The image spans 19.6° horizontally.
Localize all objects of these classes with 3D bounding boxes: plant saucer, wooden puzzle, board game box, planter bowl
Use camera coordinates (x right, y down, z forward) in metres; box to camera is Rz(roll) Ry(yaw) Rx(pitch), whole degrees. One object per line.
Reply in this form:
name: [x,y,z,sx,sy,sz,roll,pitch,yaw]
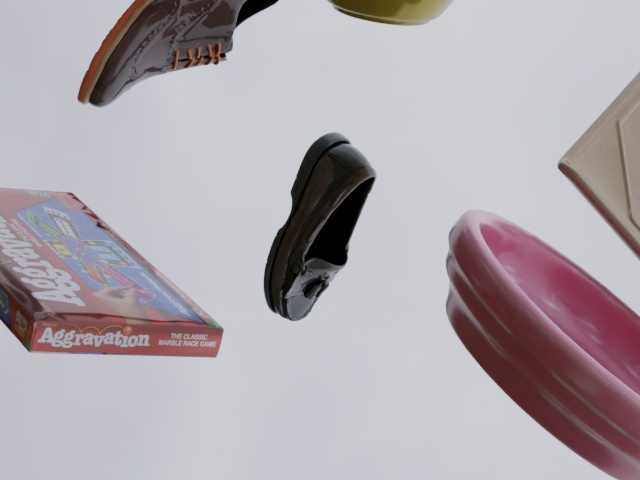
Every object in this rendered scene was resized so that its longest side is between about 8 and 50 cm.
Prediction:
plant saucer: [0.232,0.108,1.645,0.084,0.332,0.332,-51,-130,15]
wooden puzzle: [0.350,-0.044,1.843,0.221,0.238,0.044,49,-45,-4]
board game box: [-0.198,0.017,1.364,0.281,0.145,0.027,36,-62,53]
planter bowl: [0.066,-0.263,1.800,0.217,0.217,0.090,33,-60,50]

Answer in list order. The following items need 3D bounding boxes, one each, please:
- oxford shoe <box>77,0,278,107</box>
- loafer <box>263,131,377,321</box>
oxford shoe: [-0.147,-0.220,1.959,0.098,0.271,0.097,41,-27,6]
loafer: [0.000,0.000,2.232,0.084,0.096,0.267,38,-50,30]
